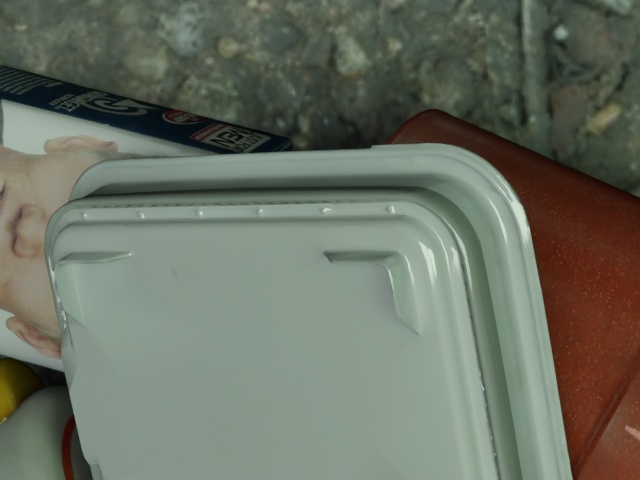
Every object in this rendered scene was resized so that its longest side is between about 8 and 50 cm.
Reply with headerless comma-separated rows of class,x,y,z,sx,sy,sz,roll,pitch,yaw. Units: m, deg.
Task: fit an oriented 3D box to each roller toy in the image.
roller toy,-0.178,0.199,1.312,0.146,0.209,0.191,-28,132,16

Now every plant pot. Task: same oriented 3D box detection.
plant pot,0.131,0.068,1.191,0.265,0.272,0.272,30,106,14

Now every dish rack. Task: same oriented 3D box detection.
dish rack,-0.024,0.094,1.120,0.332,0.072,0.286,0,108,37

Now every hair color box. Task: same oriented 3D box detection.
hair color box,-0.209,-0.021,1.320,0.347,0.105,0.174,14,104,9
